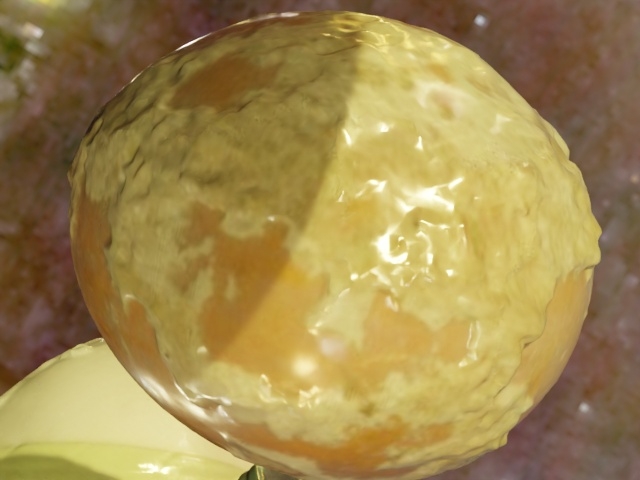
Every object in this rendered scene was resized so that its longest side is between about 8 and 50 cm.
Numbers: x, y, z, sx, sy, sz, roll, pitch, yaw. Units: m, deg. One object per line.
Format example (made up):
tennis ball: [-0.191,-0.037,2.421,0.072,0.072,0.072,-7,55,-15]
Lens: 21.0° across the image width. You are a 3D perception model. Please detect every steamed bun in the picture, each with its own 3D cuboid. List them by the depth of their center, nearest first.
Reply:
steamed bun: [-0.127,0.244,1.350,0.309,0.309,0.309,-56,-167,19]

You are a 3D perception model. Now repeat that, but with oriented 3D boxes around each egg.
egg: [0.000,0.000,0.703,0.233,0.195,0.195,7,-119,39]

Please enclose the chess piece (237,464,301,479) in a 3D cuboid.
chess piece: [-0.048,0.190,1.055,0.103,0.067,0.067,-47,-165,14]
